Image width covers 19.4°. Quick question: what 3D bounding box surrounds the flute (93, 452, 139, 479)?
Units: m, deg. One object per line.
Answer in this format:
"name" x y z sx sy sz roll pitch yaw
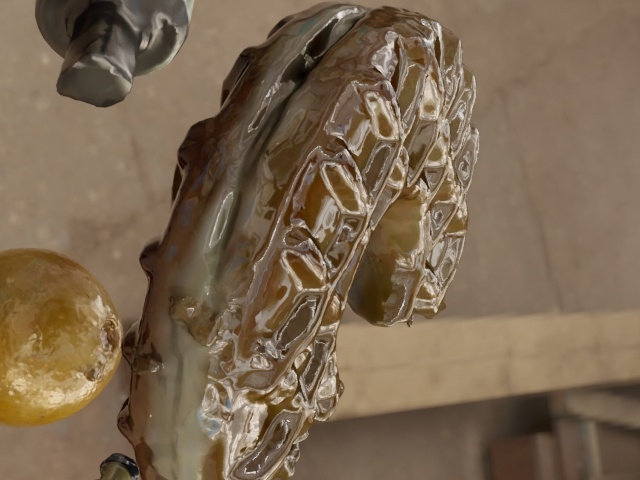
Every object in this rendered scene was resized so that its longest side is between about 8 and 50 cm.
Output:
"flute" -0.153 0.180 1.024 0.233 0.027 0.027 -51 125 -63

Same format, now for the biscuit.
"biscuit" -0.002 -0.012 1.158 0.366 0.115 0.268 -44 145 -57

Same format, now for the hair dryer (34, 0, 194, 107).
"hair dryer" 0.001 -0.178 0.629 0.155 0.320 0.284 20 33 -34

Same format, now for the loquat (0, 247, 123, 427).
"loquat" -0.218 0.073 1.397 0.141 0.141 0.141 29 56 -55
